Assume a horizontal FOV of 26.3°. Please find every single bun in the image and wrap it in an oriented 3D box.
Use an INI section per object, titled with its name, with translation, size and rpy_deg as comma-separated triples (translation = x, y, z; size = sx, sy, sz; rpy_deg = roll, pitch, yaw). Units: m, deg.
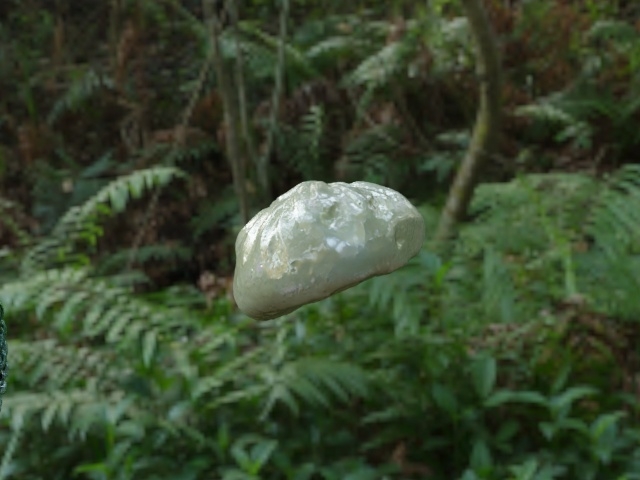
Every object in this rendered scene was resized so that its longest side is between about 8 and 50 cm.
[bun]
translation = 0.000, 0.000, 1.535
size = 0.231, 0.133, 0.231
rpy_deg = -23, -4, -2

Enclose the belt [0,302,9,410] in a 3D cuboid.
[belt]
translation = -0.266, 0.091, 1.002
size = 0.079, 0.121, 0.151
rpy_deg = -5, 49, 8
